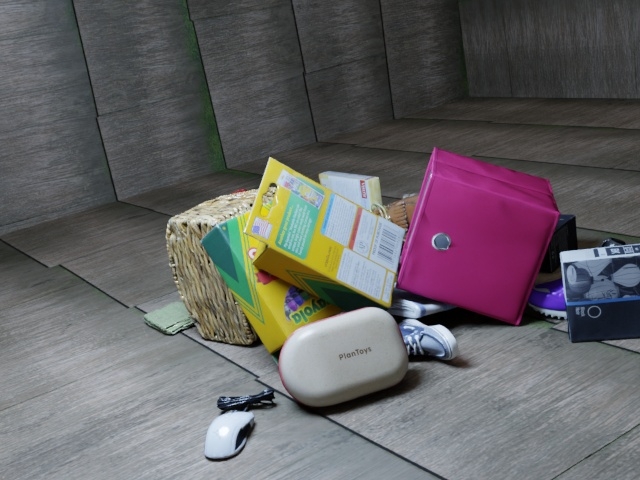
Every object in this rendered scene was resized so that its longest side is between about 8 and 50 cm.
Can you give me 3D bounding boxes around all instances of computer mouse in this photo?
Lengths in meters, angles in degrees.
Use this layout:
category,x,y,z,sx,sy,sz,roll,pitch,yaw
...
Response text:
category,x,y,z,sx,sy,sz,roll,pitch,yaw
computer mouse,-0.149,0.309,1.488,0.106,0.042,0.193,-6,17,12

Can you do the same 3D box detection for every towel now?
category,x,y,z,sx,sy,sz,roll,pitch,yaw
towel,0.214,0.114,1.841,0.285,0.034,0.209,-9,12,-44
towel,-0.349,0.184,2.053,0.110,0.027,0.148,-22,21,-32

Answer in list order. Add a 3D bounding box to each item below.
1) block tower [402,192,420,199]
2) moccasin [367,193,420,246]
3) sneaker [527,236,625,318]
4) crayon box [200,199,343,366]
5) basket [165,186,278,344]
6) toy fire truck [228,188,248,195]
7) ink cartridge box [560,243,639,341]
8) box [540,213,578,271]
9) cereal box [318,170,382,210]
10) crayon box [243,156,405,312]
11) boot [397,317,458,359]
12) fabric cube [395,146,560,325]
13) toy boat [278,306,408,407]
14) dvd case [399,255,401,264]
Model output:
category,x,y,z,sx,sy,sz,roll,pitch,yaw
block tower,0.403,-0.097,2.429,0.335,0.097,0.091,-8,16,13
moccasin,0.187,-0.043,2.213,0.147,0.139,0.380,-19,10,-25
sneaker,0.549,0.065,1.697,0.293,0.146,0.102,-5,17,15
crayon box,-0.070,0.084,1.726,0.202,0.318,0.081,-28,-7,-44
basket,-0.186,0.051,1.918,0.213,0.299,0.223,1,23,42
toy fire truck,-0.259,0.005,2.363,0.302,0.169,0.254,-33,-5,-11
ink cartridge box,0.609,0.087,1.555,0.332,0.165,0.065,-7,17,14
box,0.500,0.002,2.031,0.156,0.093,0.158,3,22,39
cereal box,0.092,-0.106,2.503,0.047,0.173,0.240,-19,19,-32
crayon box,0.000,0.000,1.704,0.083,0.323,0.203,-44,24,48
boot,0.179,0.199,1.634,0.086,0.069,0.190,-22,10,-21
fabric cube,0.316,-0.015,1.777,0.258,0.254,0.259,17,20,3
toy boat,0.036,0.218,1.570,0.231,0.151,0.151,-14,-13,-15
dvd case,0.074,0.026,2.120,0.180,0.022,0.253,4,-9,40
